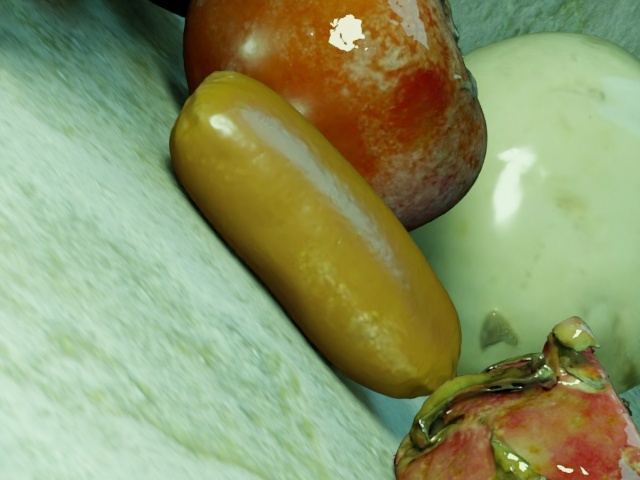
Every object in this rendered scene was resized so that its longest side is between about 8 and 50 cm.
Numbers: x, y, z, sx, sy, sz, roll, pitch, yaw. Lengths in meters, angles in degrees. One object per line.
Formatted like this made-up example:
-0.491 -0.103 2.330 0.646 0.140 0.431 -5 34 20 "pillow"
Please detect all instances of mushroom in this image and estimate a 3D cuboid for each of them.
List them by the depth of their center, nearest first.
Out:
0.176 -0.006 1.486 0.314 0.314 0.336 53 -16 7 "mushroom"

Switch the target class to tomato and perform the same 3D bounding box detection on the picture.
0.007 -0.102 1.166 0.232 0.188 0.232 -21 90 -81 "tomato"

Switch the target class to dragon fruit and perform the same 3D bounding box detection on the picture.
0.147 0.149 1.023 0.211 0.147 0.282 49 11 -11 "dragon fruit"

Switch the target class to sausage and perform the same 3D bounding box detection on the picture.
0.000 0.000 1.044 0.238 0.098 0.098 48 10 -10 "sausage"

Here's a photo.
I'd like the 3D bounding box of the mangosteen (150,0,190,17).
-0.053 -0.323 1.306 0.297 0.313 0.297 40 -8 7 "mangosteen"
